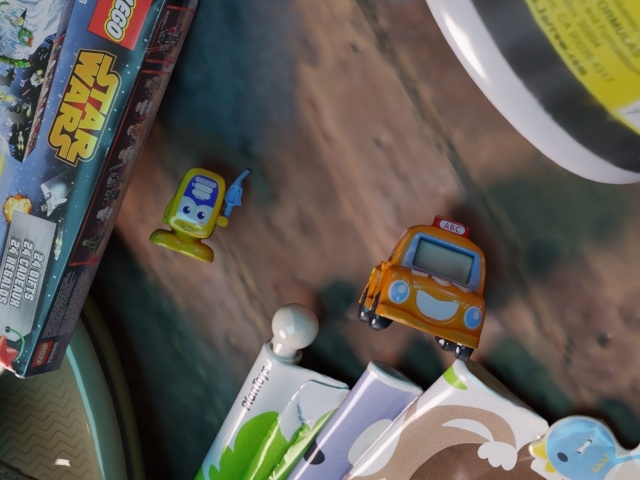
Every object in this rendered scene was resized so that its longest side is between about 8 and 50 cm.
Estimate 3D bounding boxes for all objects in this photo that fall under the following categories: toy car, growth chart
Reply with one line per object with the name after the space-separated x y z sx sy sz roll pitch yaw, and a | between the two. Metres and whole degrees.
0.000 0.000 0.576 0.122 0.060 0.040 20 90 13 | toy car
0.058 0.119 0.621 0.237 0.021 0.172 30 124 13 | growth chart

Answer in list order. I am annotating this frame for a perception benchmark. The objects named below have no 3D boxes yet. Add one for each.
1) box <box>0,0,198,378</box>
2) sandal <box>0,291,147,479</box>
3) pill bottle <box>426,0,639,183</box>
-0.108 -0.036 0.606 0.094 0.027 0.137 26 102 18 | box
-0.122 0.110 0.659 0.120 0.086 0.303 -21 87 37 | sandal
0.129 -0.103 0.408 0.208 0.119 0.119 -26 98 36 | pill bottle
